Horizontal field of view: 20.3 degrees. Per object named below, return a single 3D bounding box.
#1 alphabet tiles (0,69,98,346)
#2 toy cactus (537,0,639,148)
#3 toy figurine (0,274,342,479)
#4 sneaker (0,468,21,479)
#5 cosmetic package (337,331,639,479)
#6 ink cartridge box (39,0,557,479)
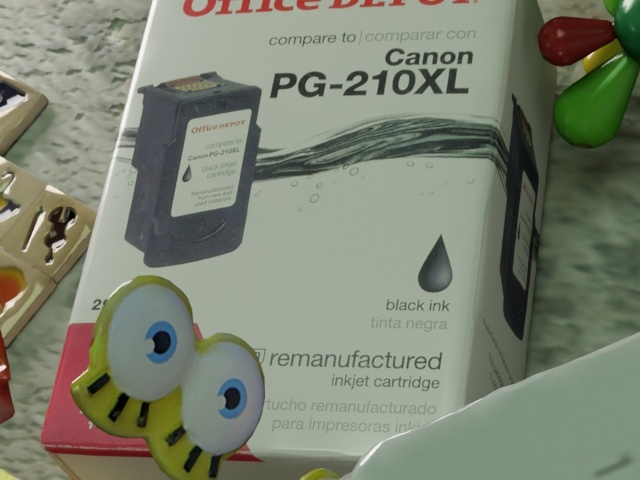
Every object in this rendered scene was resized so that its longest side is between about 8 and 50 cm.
[{"bbox_3d":[-0.226,-0.014,0.901,0.237,0.009,0.198,29,72,30],"label":"alphabet tiles"},{"bbox_3d":[0.170,-0.136,0.733,0.219,0.180,0.112,-36,77,0],"label":"toy cactus"},{"bbox_3d":[-0.027,0.206,0.466,0.191,0.362,0.217,-29,42,5],"label":"toy figurine"},{"bbox_3d":[-0.125,0.146,0.717,0.081,0.094,0.208,-46,55,-9],"label":"sneaker"},{"bbox_3d":[0.243,0.194,0.377,0.327,0.393,0.329,-24,55,3],"label":"cosmetic package"},{"bbox_3d":[0.000,0.000,0.758,0.172,0.100,0.237,0,60,18],"label":"ink cartridge box"}]
